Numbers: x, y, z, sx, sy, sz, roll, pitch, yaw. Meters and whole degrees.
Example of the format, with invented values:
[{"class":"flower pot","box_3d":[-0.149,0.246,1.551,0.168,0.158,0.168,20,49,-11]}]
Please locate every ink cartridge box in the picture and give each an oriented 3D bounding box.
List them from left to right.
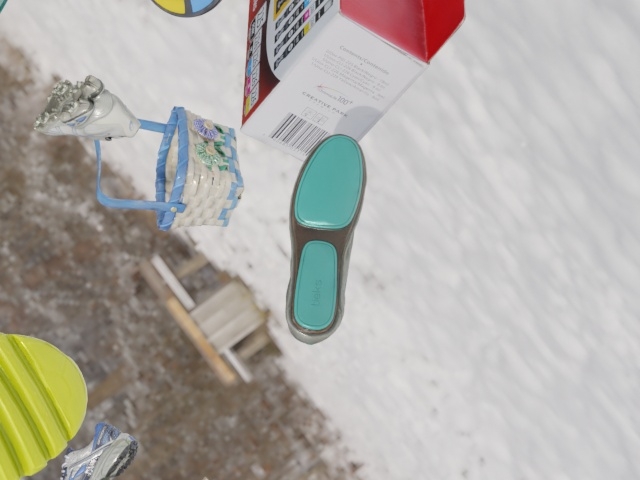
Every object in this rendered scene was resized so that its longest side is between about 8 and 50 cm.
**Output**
[{"class":"ink cartridge box","box_3d":[0.033,-0.286,1.483,0.130,0.272,0.309,25,-140,-24]}]

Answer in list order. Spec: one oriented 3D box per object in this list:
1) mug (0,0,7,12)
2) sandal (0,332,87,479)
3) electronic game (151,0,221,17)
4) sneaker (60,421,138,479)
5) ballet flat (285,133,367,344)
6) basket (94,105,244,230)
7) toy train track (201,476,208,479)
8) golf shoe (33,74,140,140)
[{"class":"mug","box_3d":[-0.508,-0.358,1.822,0.097,0.129,0.158,31,-136,-15]},{"class":"sandal","box_3d":[-0.333,0.155,0.952,0.138,0.317,0.126,-17,90,66]},{"class":"electronic game","box_3d":[-0.236,-0.499,2.164,0.229,0.229,0.048,53,-144,12]},{"class":"sneaker","box_3d":[-0.255,0.253,1.348,0.058,0.135,0.052,38,177,21]},{"class":"ballet flat","box_3d":[0.000,0.000,1.250,0.072,0.213,0.068,9,165,-1]},{"class":"basket","box_3d":[-0.308,-0.151,2.509,0.201,0.289,0.255,110,156,-44]},{"class":"toy train track","box_3d":[-0.225,0.444,2.179,0.014,0.083,0.048,52,168,-23]},{"class":"golf shoe","box_3d":[-0.260,-0.133,1.396,0.086,0.069,0.176,33,169,-28]}]
